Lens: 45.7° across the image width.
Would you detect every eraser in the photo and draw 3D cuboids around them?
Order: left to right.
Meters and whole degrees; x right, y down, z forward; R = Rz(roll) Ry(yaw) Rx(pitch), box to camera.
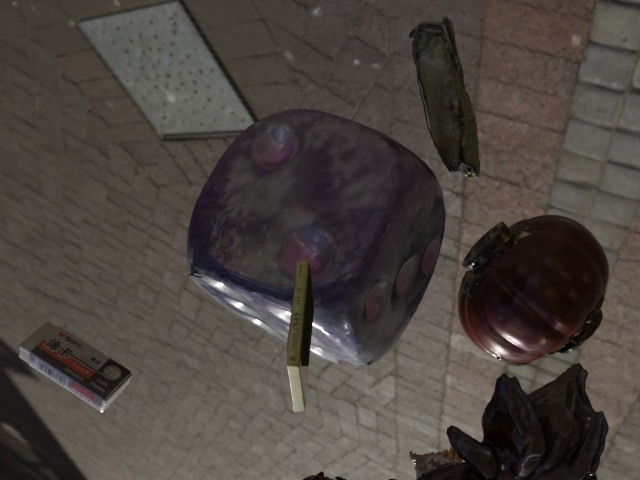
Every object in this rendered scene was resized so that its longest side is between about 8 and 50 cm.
[{"bbox_3d":[-0.282,0.144,0.874,0.122,0.052,0.029,31,128,9],"label":"eraser"}]

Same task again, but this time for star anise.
[{"bbox_3d":[0.146,0.189,0.577,0.065,0.182,0.195,43,161,53],"label":"star anise"}]

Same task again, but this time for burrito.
[{"bbox_3d":[0.174,-0.187,1.029,0.058,0.063,0.229,-126,17,-66],"label":"burrito"}]

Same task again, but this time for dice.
[{"bbox_3d":[0.000,0.000,1.052,0.270,0.271,0.270,21,163,25],"label":"dice"}]

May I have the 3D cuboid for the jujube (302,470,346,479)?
[{"bbox_3d":[0.002,0.418,1.183,0.104,0.104,0.166,10,160,30],"label":"jujube"}]

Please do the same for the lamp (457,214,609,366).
[{"bbox_3d":[0.397,0.090,1.432,0.257,0.303,0.303,43,149,1],"label":"lamp"}]

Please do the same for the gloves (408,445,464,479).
[{"bbox_3d":[0.216,0.441,1.357,0.111,0.094,0.144,-3,95,25],"label":"gloves"}]

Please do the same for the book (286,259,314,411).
[{"bbox_3d":[-0.018,0.083,0.669,0.014,0.110,0.077,1,139,5],"label":"book"}]
